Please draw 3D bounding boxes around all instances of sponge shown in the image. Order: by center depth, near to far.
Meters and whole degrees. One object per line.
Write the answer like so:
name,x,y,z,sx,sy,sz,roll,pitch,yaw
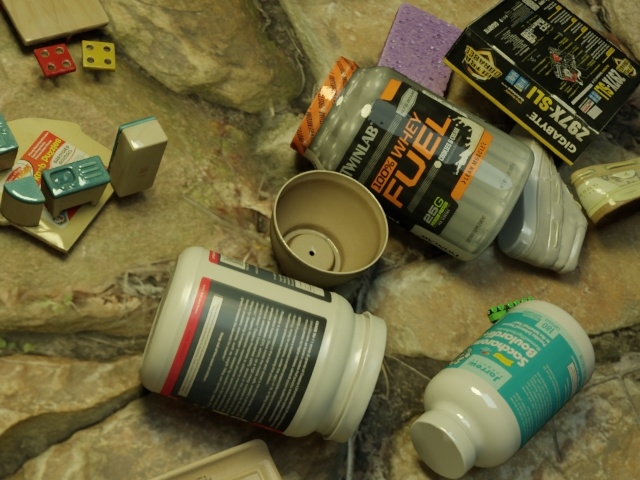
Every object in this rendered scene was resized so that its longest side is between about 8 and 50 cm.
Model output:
sponge,0.151,-0.281,2.007,0.117,0.031,0.210,25,55,-5

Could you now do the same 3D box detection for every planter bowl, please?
planter bowl,0.000,0.000,1.736,0.162,0.109,0.162,9,58,-14

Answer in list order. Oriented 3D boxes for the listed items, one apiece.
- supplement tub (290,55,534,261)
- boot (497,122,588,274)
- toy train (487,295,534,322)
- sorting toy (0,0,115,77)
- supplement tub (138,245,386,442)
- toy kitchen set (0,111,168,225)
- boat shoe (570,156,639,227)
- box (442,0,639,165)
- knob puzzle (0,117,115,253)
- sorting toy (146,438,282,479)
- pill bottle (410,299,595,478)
supplement tub,0.128,-0.122,1.805,0.316,0.193,0.193,29,55,-1
boot,0.342,-0.066,1.925,0.123,0.095,0.258,23,57,-21
toy train,0.280,0.101,1.833,0.083,0.017,0.023,-12,75,-26
sorting toy,-0.393,-0.334,1.831,0.132,0.046,0.274,-21,69,-29
supplement tub,-0.074,0.134,1.578,0.272,0.191,0.191,20,56,-8
toy kitchen set,-0.336,-0.136,1.650,0.207,0.122,0.166,-21,70,-29
boat shoe,0.500,-0.101,1.961,0.285,0.104,0.089,-17,68,-44
box,0.363,-0.275,1.993,0.257,0.079,0.322,41,36,5
knob puzzle,-0.381,-0.088,1.698,0.213,0.030,0.213,9,59,-15
sorting toy,-0.112,0.366,1.524,0.193,0.038,0.208,-17,72,-28
pill bottle,0.237,0.203,1.677,0.146,0.146,0.264,46,56,10
